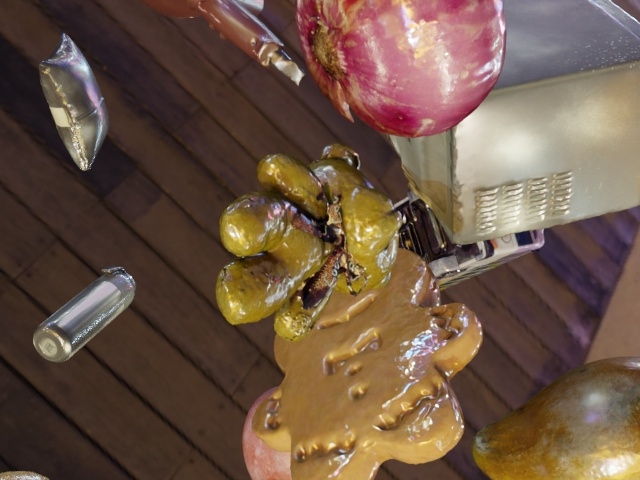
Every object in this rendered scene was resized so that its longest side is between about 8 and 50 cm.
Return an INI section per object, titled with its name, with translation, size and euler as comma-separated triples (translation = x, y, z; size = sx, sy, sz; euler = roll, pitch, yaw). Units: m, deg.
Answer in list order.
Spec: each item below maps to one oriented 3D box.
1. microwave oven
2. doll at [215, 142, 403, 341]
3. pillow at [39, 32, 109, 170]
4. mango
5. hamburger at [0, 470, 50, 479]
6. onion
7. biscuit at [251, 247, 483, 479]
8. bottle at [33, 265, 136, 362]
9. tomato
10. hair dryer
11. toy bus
[microwave oven]
translation = 0.256, -0.230, 1.373
size = 0.374, 0.236, 0.432
euler = -12, 37, -7
[doll]
translation = 0.000, 0.000, 0.669
size = 0.209, 0.097, 0.137
euler = -29, 110, -59
[pillow]
translation = -0.514, -0.294, 1.955
size = 0.186, 0.106, 0.250
euler = -90, 168, -56
[mango]
translation = 0.354, 0.259, 1.244
size = 0.193, 0.316, 0.146
euler = -90, 154, -45
[hamburger]
translation = -0.513, 0.441, 1.459
size = 0.213, 0.214, 0.108
euler = 0, 59, -39
[onion]
translation = 0.069, -0.206, 0.819
size = 0.200, 0.200, 0.207
euler = 18, 50, -30
[biscuit]
translation = 0.043, 0.125, 1.020
size = 0.052, 0.275, 0.355
euler = 54, 18, -29
[bottle]
translation = -0.427, 0.126, 1.706
size = 0.254, 0.079, 0.096
euler = -48, 137, -59
[tomato]
translation = -0.018, 0.400, 1.761
size = 0.270, 0.270, 0.227
euler = 24, 66, -26
[hair dryer]
translation = -0.113, -0.321, 1.372
size = 0.340, 0.123, 0.312
euler = 44, 18, 24
[toy bus]
translation = 0.283, -0.010, 2.067
size = 0.249, 0.440, 0.209
euler = -9, 77, -31
